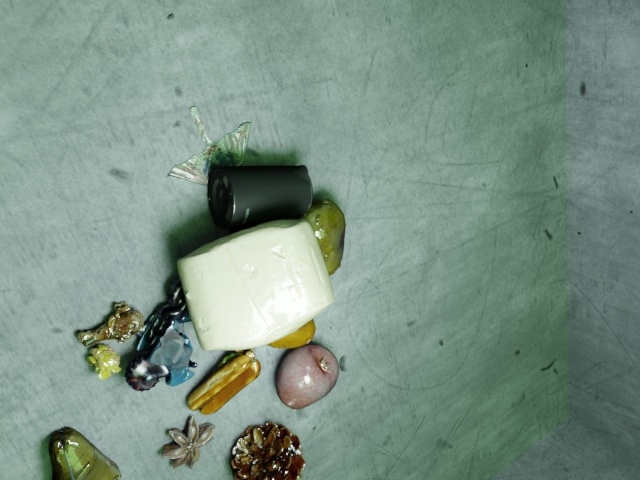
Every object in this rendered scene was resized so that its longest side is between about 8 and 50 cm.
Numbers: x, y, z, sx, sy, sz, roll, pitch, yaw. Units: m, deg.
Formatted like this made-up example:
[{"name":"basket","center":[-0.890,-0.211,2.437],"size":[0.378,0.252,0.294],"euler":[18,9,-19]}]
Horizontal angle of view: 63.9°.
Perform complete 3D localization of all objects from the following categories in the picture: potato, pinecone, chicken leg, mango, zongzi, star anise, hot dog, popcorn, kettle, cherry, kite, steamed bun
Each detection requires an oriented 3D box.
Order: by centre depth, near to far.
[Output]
[{"name":"chicken leg","center":[-0.671,0.286,1.660],"size":[0.196,0.080,0.125],"euler":[-36,112,-7]},{"name":"popcorn","center":[-0.698,0.389,1.661],"size":[0.089,0.097,0.109],"euler":[-26,104,-25]},{"name":"steamed bun","center":[-0.204,0.141,1.669],"size":[0.456,0.290,0.371],"euler":[-17,95,-4]},{"name":"zongzi","center":[-0.856,0.796,1.684],"size":[0.300,0.138,0.286],"euler":[-38,119,-13]},{"name":"kite","center":[-0.354,-0.288,1.684],"size":[0.335,0.011,0.314],"euler":[-36,121,-17]},{"name":"kettle","center":[-0.197,-0.125,1.721],"size":[0.308,0.203,0.262],"euler":[-8,109,-34]},{"name":"hot dog","center":[-0.347,0.515,1.879],"size":[0.337,0.100,0.135],"euler":[-43,127,15]},{"name":"potato","center":[0.000,0.000,1.893],"size":[0.210,0.173,0.307],"euler":[-44,137,-55]},{"name":"star anise","center":[-0.501,0.754,1.919],"size":[0.212,0.073,0.197],"euler":[-51,128,-10]},{"name":"mango","center":[-0.133,0.332,1.966],"size":[0.249,0.151,0.156],"euler":[7,67,-24]},{"name":"cherry","center":[-0.059,0.535,2.015],"size":[0.261,0.221,0.307],"euler":[-12,140,-55]},{"name":"pinecone","center":[-0.212,0.877,2.033],"size":[0.298,0.242,0.296],"euler":[-39,124,-7]}]

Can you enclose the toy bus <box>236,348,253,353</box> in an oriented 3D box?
[{"name":"toy bus","center":[-0.330,0.350,1.872],"size":[0.194,0.088,0.083],"euler":[32,90,-35]}]

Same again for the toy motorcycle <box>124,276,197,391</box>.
[{"name":"toy motorcycle","center":[-0.484,0.327,1.742],"size":[0.232,0.172,0.416],"euler":[32,80,-41]}]
